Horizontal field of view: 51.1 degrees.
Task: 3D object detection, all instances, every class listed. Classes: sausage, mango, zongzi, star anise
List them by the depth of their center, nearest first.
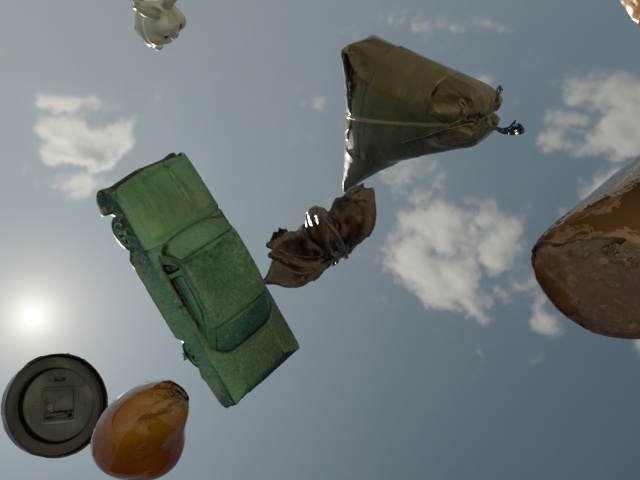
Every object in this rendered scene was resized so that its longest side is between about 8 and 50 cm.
[{"bbox_3d":[0.288,-0.005,0.585,0.123,0.123,0.253,34,-140,27],"label":"sausage"},{"bbox_3d":[-0.195,0.200,0.723,0.105,0.159,0.084,-8,-135,-30],"label":"mango"},{"bbox_3d":[0.000,0.000,1.053,0.229,0.236,0.093,-36,-98,5],"label":"star anise"},{"bbox_3d":[0.226,-0.203,1.426,0.447,0.418,0.181,32,-137,31],"label":"zongzi"}]

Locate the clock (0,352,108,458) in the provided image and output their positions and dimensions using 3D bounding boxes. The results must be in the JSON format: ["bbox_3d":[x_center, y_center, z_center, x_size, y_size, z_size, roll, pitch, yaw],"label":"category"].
[{"bbox_3d":[-0.474,0.295,1.195,0.185,0.040,0.184,17,-116,-39],"label":"clock"}]

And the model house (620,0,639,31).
[{"bbox_3d":[0.362,-0.298,0.502,0.339,0.360,0.297,0,-119,-46],"label":"model house"}]

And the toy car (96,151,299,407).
[{"bbox_3d":[-0.144,0.045,0.861,0.141,0.320,0.097,-38,-165,-38],"label":"toy car"}]

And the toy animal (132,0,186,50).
[{"bbox_3d":[-0.233,-0.325,0.979,0.071,0.085,0.124,-32,-153,-13],"label":"toy animal"}]
